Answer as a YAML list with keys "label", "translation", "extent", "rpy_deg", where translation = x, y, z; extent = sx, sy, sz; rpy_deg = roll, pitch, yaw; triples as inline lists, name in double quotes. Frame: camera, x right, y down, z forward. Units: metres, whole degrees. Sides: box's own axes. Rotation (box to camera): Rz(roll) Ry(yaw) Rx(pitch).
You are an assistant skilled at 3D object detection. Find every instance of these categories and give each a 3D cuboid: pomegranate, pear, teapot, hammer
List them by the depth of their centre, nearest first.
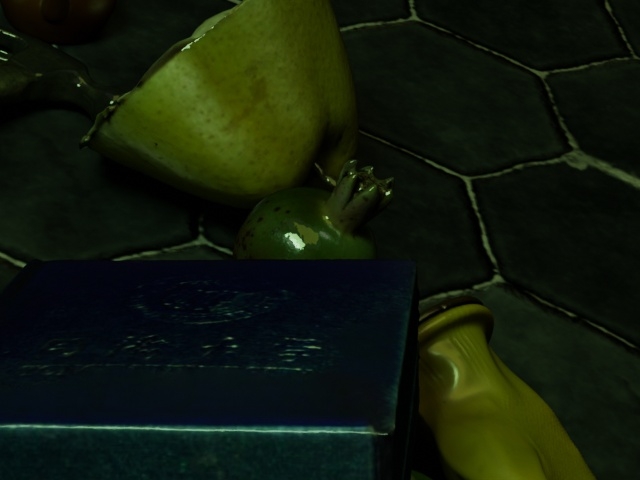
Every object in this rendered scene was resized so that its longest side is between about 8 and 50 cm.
- label: "pomegranate"
  translation: [0.000, 0.000, 1.203]
  extent: [0.115, 0.142, 0.114]
  rpy_deg: [28, 32, -20]
- label: "hammer"
  translation: [-0.322, -0.102, 1.213]
  extent: [0.168, 0.044, 0.440]
  rpy_deg: [28, 23, 17]
- label: "pear"
  translation: [-0.050, -0.101, 1.307]
  extent: [0.178, 0.267, 0.267]
  rpy_deg: [50, 36, -7]
- label: "teapot"
  translation: [-0.237, -0.250, 1.473]
  extent: [0.116, 0.116, 0.173]
  rpy_deg: [10, 34, -11]

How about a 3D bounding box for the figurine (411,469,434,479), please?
- label: "figurine"
  translation: [0.052, 0.208, 0.949]
  extent: [0.162, 0.143, 0.263]
  rpy_deg: [6, 25, -26]

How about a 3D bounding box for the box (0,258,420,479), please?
- label: "box"
  translation: [-0.078, 0.097, 0.931]
  extent: [0.262, 0.116, 0.279]
  rpy_deg: [1, 17, 6]

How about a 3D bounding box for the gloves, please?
- label: "gloves"
  translation: [0.157, 0.178, 1.070]
  extent: [0.133, 0.116, 0.294]
  rpy_deg: [-21, 56, -33]
